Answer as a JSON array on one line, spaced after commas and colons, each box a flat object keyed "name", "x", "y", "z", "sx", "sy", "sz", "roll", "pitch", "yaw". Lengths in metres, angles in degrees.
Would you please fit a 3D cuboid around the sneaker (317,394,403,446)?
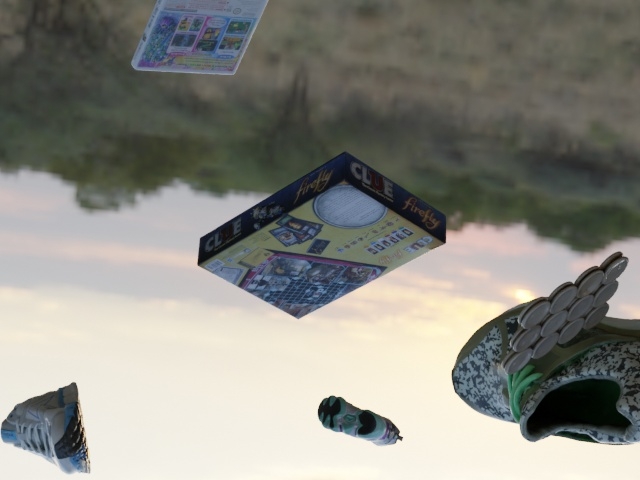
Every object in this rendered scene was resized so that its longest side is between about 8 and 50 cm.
[{"name": "sneaker", "x": 0.046, "y": 0.196, "z": 1.732, "sx": 0.069, "sy": 0.038, "sz": 0.098, "roll": 29, "pitch": 174, "yaw": -41}]

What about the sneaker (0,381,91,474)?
[{"name": "sneaker", "x": -0.266, "y": 0.188, "z": 1.586, "sx": 0.082, "sy": 0.071, "sz": 0.190, "roll": -9, "pitch": -174, "yaw": -11}]

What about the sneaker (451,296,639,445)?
[{"name": "sneaker", "x": 0.258, "y": 0.156, "z": 1.800, "sx": 0.182, "sy": 0.158, "sz": 0.410, "roll": -18, "pitch": -173, "yaw": -35}]

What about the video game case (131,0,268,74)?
[{"name": "video game case", "x": -0.147, "y": -0.273, "z": 2.072, "sx": 0.157, "sy": 0.143, "sz": 0.019, "roll": -2, "pitch": -138, "yaw": -40}]

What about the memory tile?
[{"name": "memory tile", "x": 0.247, "y": 0.073, "z": 1.666, "sx": 0.148, "sy": 0.113, "sz": 0.012, "roll": -26, "pitch": -122, "yaw": -28}]

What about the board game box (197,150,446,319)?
[{"name": "board game box", "x": 0.000, "y": 0.000, "z": 1.879, "sx": 0.165, "sy": 0.042, "sz": 0.243, "roll": 31, "pitch": 137, "yaw": -34}]
